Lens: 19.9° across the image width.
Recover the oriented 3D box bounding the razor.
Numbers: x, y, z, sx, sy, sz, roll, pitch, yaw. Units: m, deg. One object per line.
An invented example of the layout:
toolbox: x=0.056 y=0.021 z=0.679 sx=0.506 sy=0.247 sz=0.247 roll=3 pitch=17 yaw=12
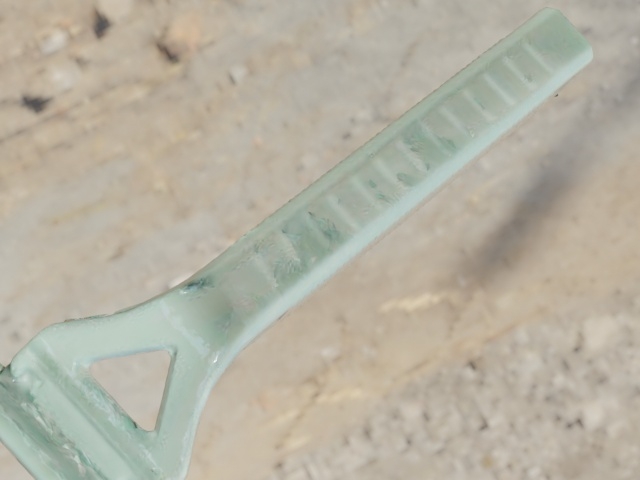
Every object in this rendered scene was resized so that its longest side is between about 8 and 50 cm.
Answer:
razor: x=0.004 y=-0.005 z=0.630 sx=0.278 sy=0.111 sz=0.056 roll=-40 pitch=173 yaw=-30
